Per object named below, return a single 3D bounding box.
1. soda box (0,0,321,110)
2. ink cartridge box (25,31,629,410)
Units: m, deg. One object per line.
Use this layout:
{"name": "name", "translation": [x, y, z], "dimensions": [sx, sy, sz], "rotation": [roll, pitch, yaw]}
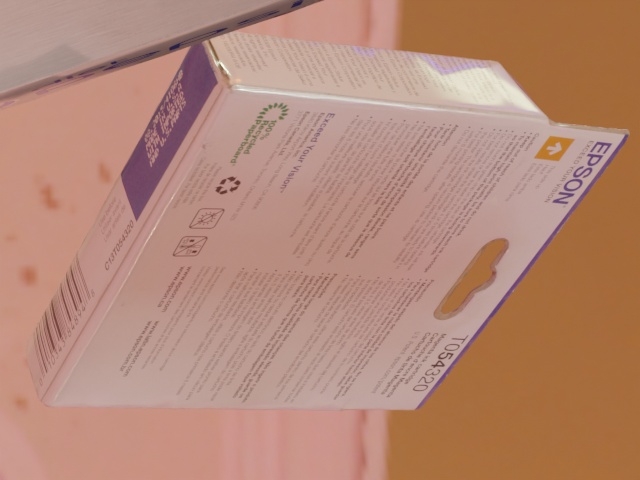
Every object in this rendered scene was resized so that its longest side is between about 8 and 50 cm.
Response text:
{"name": "soda box", "translation": [-0.091, -0.100, 0.630], "dimensions": [0.091, 0.286, 0.098], "rotation": [-143, -145, -85]}
{"name": "ink cartridge box", "translation": [0.000, 0.000, 1.340], "dimensions": [0.324, 0.330, 0.071], "rotation": [-56, -135, 37]}
